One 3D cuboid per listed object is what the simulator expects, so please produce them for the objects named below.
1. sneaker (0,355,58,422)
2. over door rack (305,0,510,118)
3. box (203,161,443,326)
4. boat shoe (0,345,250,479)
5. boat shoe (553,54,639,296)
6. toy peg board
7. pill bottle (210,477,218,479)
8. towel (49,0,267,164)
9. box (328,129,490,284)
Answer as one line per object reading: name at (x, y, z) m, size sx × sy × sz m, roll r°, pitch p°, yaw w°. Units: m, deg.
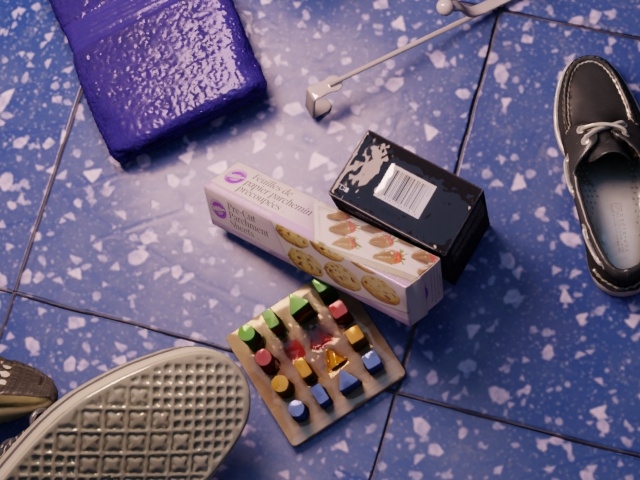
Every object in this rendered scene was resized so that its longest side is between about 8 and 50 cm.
sneaker at (-0.506, 0.254, 1.829) m, size 0.410 × 0.158 × 0.182 m, roll -12°, pitch 104°, yaw 4°
over door rack at (0.066, -0.336, 1.887) m, size 0.324 × 0.108 × 0.240 m, roll -30°, pitch 72°, yaw 0°
box at (0.000, 0.000, 1.765) m, size 0.324 × 0.067 × 0.063 m, roll 27°, pitch 51°, yaw 34°
boat shoe at (-0.300, 0.286, 1.735) m, size 0.500 × 0.156 × 0.187 m, roll -39°, pitch 105°, yaw -2°
boat shoe at (0.343, -0.089, 1.783) m, size 0.114 × 0.091 × 0.303 m, roll -13°, pitch 74°, yaw 5°
toy peg board at (-0.011, 0.131, 1.787) m, size 0.161 × 0.079 × 0.161 m, roll -33°, pitch 72°, yaw -1°
pill bottle at (-0.116, 0.321, 1.770) m, size 0.043 × 0.043 × 0.083 m, roll -30°, pitch 73°, yaw 0°
towel at (-0.213, -0.273, 1.937) m, size 0.227 × 0.076 × 0.308 m, roll -25°, pitch 73°, yaw 9°
box at (0.107, -0.037, 1.771) m, size 0.156 × 0.158 × 0.093 m, roll 29°, pitch 82°, yaw 15°
